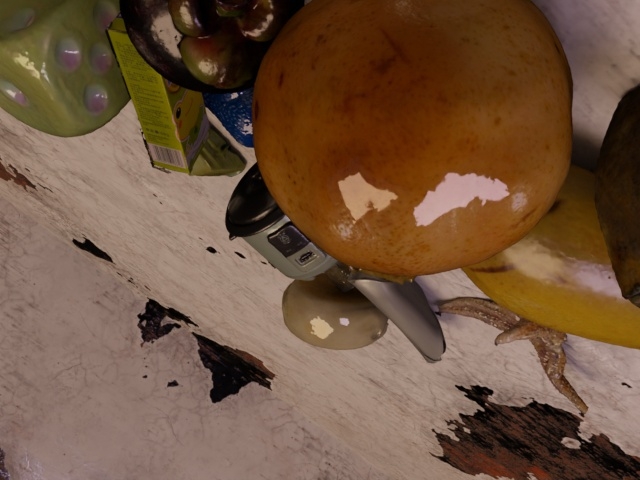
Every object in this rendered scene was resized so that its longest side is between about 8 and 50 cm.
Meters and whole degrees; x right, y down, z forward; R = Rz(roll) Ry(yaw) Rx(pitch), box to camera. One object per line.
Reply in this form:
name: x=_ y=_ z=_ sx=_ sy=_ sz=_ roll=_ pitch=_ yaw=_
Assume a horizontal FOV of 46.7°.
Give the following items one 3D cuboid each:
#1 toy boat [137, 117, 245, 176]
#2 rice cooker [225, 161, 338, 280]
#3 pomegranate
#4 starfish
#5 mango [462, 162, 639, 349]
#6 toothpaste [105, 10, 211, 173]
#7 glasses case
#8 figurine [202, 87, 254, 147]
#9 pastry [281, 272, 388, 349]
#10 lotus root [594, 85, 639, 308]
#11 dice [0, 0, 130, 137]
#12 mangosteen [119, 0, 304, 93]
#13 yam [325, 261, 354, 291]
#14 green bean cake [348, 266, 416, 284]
toy boat: x=-0.285 y=-0.219 z=1.595 sx=0.276 sy=0.084 sz=0.111 roll=46 pitch=150 yaw=-24
rice cooker: x=-0.053 y=-0.065 z=1.433 sx=0.280 sy=0.241 sz=0.227 roll=-30 pitch=124 yaw=25
pomegranate: x=0.118 y=-0.140 z=0.942 sx=0.416 sy=0.417 sz=0.417 roll=25 pitch=154 yaw=13
starfish: x=0.394 y=0.190 z=1.523 sx=0.383 sy=0.132 sz=0.398 roll=30 pitch=172 yaw=25
mango: x=0.409 y=0.041 z=1.130 sx=0.445 sy=0.220 sz=0.301 roll=31 pitch=153 yaw=-6
toothpaste: x=-0.260 y=-0.255 z=1.242 sx=0.077 sy=0.110 sz=0.327 roll=15 pitch=147 yaw=12
glasses case: x=0.193 y=0.143 z=1.684 sx=0.083 sy=0.128 sz=0.308 roll=-27 pitch=120 yaw=33
figurine: x=-0.147 y=-0.243 z=1.352 sx=0.262 sy=0.121 sz=0.164 roll=21 pitch=154 yaw=24
pastry: x=0.035 y=0.166 z=1.773 sx=0.264 sy=0.265 sz=0.133 roll=16 pitch=111 yaw=31
lotus root: x=0.459 y=-0.034 z=0.883 sx=0.267 sy=0.260 sz=0.149 roll=34 pitch=154 yaw=-4
dice: x=-0.497 y=-0.360 z=1.382 sx=0.252 sy=0.250 sz=0.254 roll=19 pitch=152 yaw=26
mangosteen: x=-0.142 y=-0.333 z=0.996 sx=0.233 sy=0.288 sz=0.287 roll=29 pitch=155 yaw=2
yam: x=0.000 y=0.000 z=1.660 sx=0.093 sy=0.093 sz=0.259 roll=-1 pitch=139 yaw=49
green bean cake: x=0.112 y=-0.067 z=1.263 sx=0.131 sy=0.224 sz=0.230 roll=9 pitch=145 yaw=45
